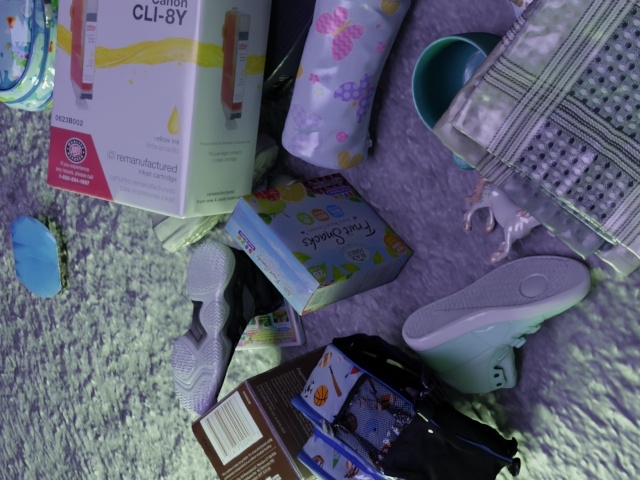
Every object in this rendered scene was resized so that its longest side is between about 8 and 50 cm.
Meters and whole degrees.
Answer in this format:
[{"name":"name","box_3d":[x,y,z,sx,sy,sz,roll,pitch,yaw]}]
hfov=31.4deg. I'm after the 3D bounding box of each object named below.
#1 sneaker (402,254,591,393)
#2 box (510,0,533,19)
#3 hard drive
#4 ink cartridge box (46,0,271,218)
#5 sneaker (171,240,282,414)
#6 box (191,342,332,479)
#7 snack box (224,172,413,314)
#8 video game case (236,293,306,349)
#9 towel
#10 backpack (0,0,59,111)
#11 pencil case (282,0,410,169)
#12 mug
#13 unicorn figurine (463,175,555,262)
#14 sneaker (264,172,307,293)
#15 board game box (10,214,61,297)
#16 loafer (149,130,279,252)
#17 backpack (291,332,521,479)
[{"name":"sneaker","box_3d":[0.253,0.116,1.490,0.256,0.094,0.151,-23,126,24]},{"name":"box","box_3d":[0.309,-0.268,1.313,0.159,0.044,0.233,-18,92,35]},{"name":"hard drive","box_3d":[-0.060,-0.339,1.645,0.172,0.054,0.254,54,131,16]},{"name":"ink cartridge box","box_3d":[-0.235,-0.248,1.634,0.279,0.160,0.384,14,103,32]},{"name":"sneaker","box_3d":[-0.137,0.134,1.754,0.101,0.153,0.268,14,99,37]},{"name":"box","box_3d":[-0.047,0.284,1.713,0.168,0.203,0.167,-43,73,41]},{"name":"snack box","box_3d":[0.000,0.000,1.584,0.174,0.207,0.070,48,130,22]},{"name":"video game case","box_3d":[-0.099,0.103,1.836,0.157,0.019,0.143,-9,96,43]},{"name":"towel","box_3d":[0.325,-0.132,1.279,0.312,0.056,0.324,36,129,0]},{"name":"backpack","box_3d":[-0.470,-0.395,1.897,0.290,0.273,0.355,15,125,32]},{"name":"pencil case","box_3d":[0.032,-0.232,1.550,0.124,0.113,0.273,19,118,8]},{"name":"mug","box_3d":[0.189,-0.185,1.432,0.129,0.097,0.157,42,128,25]},{"name":"unicorn figurine","box_3d":[0.246,-0.027,1.452,0.162,0.060,0.111,46,128,24]},{"name":"sneaker","box_3d":[-0.055,-0.014,1.738,0.086,0.064,0.192,30,125,48]},{"name":"board game box","box_3d":[-0.542,0.027,2.213,0.133,0.033,0.168,15,117,34]},{"name":"loafer","box_3d":[-0.181,-0.090,1.790,0.319,0.112,0.111,-37,86,43]},{"name":"backpack","box_3d":[0.093,0.259,1.546,0.213,0.276,0.263,-49,43,1]}]
